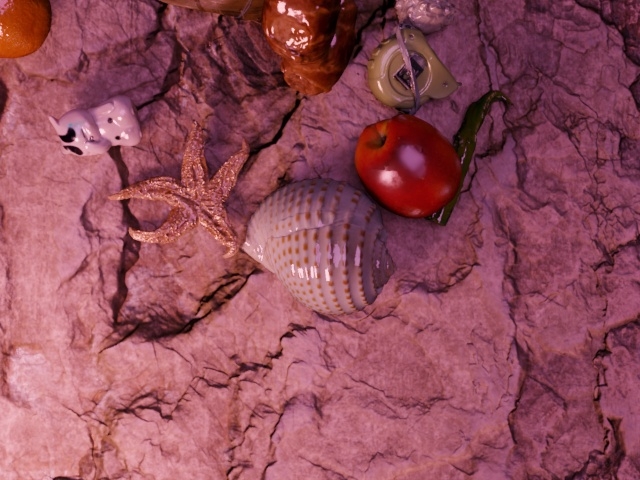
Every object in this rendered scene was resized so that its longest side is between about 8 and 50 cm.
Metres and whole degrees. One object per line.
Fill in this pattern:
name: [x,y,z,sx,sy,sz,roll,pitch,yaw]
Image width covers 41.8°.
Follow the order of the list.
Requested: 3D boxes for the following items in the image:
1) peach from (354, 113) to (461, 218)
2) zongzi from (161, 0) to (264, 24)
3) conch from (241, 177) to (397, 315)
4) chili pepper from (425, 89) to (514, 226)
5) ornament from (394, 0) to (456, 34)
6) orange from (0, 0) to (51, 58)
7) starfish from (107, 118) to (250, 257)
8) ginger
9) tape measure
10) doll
peach: [0.186,-0.155,1.804,0.243,0.243,0.199,42,85,-5]
zongzi: [-0.220,-0.565,1.747,0.274,0.251,0.125,5,70,-8]
conch: [0.007,-0.003,1.777,0.319,0.215,0.303,16,74,-10]
chili pepper: [0.330,-0.199,1.915,0.085,0.076,0.359,28,82,18]
ornament: [0.203,-0.600,1.887,0.130,0.120,0.285,-23,89,-6]
orange: [-0.649,-0.467,1.694,0.206,0.206,0.206,1,87,-10]
starfish: [-0.276,-0.109,1.804,0.299,0.060,0.302,27,88,-1]
ginger: [-0.003,-0.482,1.752,0.152,0.357,0.274,29,76,22]
tape measure: [0.194,-0.375,1.870,0.175,0.106,0.200,-40,113,-3]
doll: [-0.462,-0.236,1.754,0.180,0.107,0.110,-22,127,-15]
